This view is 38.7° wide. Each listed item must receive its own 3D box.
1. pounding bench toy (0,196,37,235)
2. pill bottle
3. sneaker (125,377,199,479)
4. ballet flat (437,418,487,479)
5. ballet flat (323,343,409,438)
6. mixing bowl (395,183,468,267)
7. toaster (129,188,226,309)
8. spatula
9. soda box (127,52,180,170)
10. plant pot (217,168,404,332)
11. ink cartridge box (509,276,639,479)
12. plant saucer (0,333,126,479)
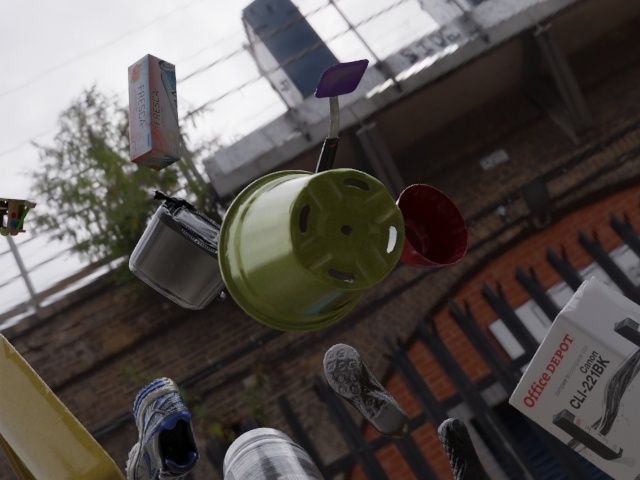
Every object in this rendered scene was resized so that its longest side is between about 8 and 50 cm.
[{"bbox_3d":[-0.519,-0.039,1.539,0.052,0.083,0.065,1,-85,-65],"label":"pounding bench toy"},{"bbox_3d":[-0.067,0.413,1.445,0.161,0.283,0.161,-3,-80,-15],"label":"pill bottle"},{"bbox_3d":[-0.133,0.188,0.787,0.052,0.058,0.135,-19,-53,-33],"label":"sneaker"},{"bbox_3d":[0.244,0.388,1.557,0.058,0.173,0.049,4,-32,-28],"label":"ballet flat"},{"bbox_3d":[0.088,0.284,1.709,0.084,0.250,0.058,-49,-45,2],"label":"ballet flat"},{"bbox_3d":[0.201,-0.014,1.856,0.182,0.181,0.098,-7,-19,-38],"label":"mixing bowl"},{"bbox_3d":[-0.258,0.024,1.718,0.146,0.227,0.129,-54,7,20],"label":"toaster"},{"bbox_3d":[0.021,-0.202,1.603,0.084,0.030,0.296,-13,-39,-21],"label":"spatula"},{"bbox_3d":[-0.275,-0.211,1.504,0.058,0.183,0.063,-22,-25,36],"label":"soda box"},{"bbox_3d":[0.000,0.000,1.423,0.276,0.276,0.254,-22,-1,-20],"label":"plant pot"},{"bbox_3d":[0.418,0.209,1.222,0.114,0.273,0.197,-34,-29,-41],"label":"ink cartridge box"},{"bbox_3d":[-0.362,0.338,1.282,0.081,0.333,0.332,-33,-41,-27],"label":"plant saucer"}]
